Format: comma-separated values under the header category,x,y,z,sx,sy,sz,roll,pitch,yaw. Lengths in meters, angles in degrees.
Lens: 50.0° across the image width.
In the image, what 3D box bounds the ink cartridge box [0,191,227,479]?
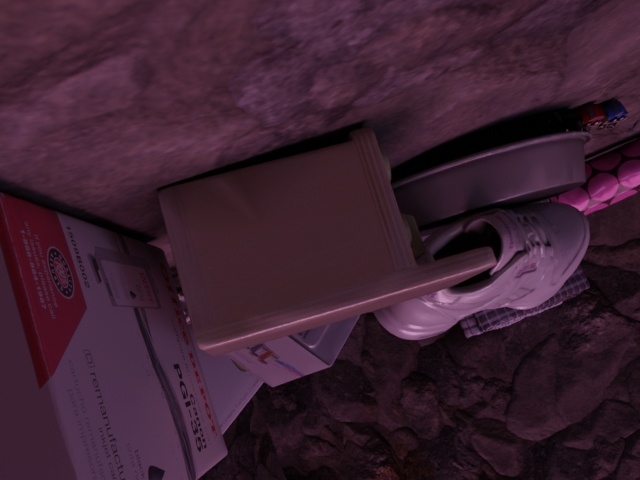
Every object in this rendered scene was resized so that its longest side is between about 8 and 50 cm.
category,x,y,z,sx,sy,sz,roll,pitch,yaw
ink cartridge box,-0.178,0.098,0.490,0.117,0.207,0.283,-20,172,3

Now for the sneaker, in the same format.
category,x,y,z,sx,sy,sz,roll,pitch,yaw
sneaker,0.207,0.020,0.760,0.305,0.114,0.152,-21,162,-27

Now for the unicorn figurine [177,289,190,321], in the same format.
category,x,y,z,sx,sy,sz,roll,pitch,yaw
unicorn figurine,-0.143,0.056,0.793,0.161,0.060,0.111,-29,-179,13

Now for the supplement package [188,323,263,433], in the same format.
category,x,y,z,sx,sy,sz,roll,pitch,yaw
supplement package,-0.213,0.206,0.980,0.204,0.145,0.262,-26,-166,39

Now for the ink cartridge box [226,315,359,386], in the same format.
category,x,y,z,sx,sy,sz,roll,pitch,yaw
ink cartridge box,-0.043,0.077,0.809,0.128,0.127,0.176,-58,-168,-30

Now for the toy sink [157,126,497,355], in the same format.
category,x,y,z,sx,sy,sz,roll,pitch,yaw
toy sink,0.000,0.000,0.572,0.234,0.131,0.153,-15,171,-8

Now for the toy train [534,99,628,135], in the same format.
category,x,y,z,sx,sy,sz,roll,pitch,yaw
toy train,0.303,-0.141,0.784,0.158,0.027,0.036,-14,157,-36

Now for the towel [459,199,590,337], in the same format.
category,x,y,z,sx,sy,sz,roll,pitch,yaw
towel,0.363,0.033,1.317,0.283,0.235,0.121,-17,165,-25

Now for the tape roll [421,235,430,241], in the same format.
category,x,y,z,sx,sy,sz,roll,pitch,yaw
tape roll,0.117,0.021,1.093,0.286,0.100,0.286,-21,172,-3

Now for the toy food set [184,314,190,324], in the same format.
category,x,y,z,sx,sy,sz,roll,pitch,yaw
toy food set,-0.333,0.158,0.869,0.306,0.092,0.219,-26,170,32

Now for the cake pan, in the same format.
category,x,y,z,sx,sy,sz,roll,pitch,yaw
cake pan,0.183,-0.055,0.824,0.293,0.054,0.293,-16,175,-1

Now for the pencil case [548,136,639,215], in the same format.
category,x,y,z,sx,sy,sz,roll,pitch,yaw
pencil case,0.509,-0.116,1.228,0.209,0.098,0.095,-23,127,14
